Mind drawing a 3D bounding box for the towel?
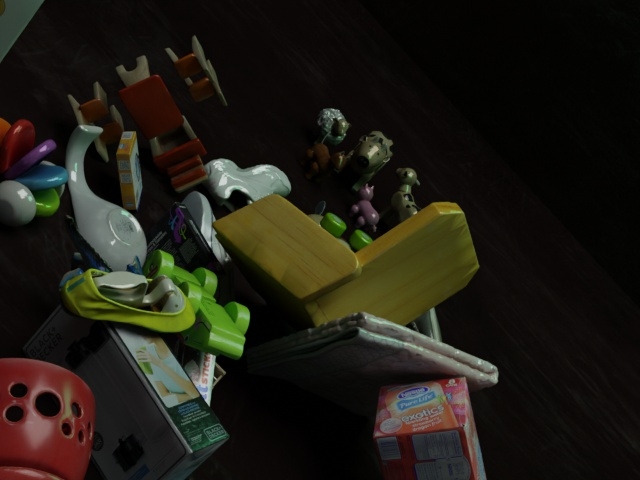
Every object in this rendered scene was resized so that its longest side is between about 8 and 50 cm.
[{"bbox_3d":[0.082,0.224,1.877,0.317,0.332,0.053,24,60,-32],"label":"towel"}]

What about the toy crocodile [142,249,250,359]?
[{"bbox_3d":[-0.208,0.106,1.718,0.115,0.105,0.340,25,8,-34],"label":"toy crocodile"}]

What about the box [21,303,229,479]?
[{"bbox_3d":[-0.278,0.212,1.525,0.290,0.169,0.087,55,30,15],"label":"box"}]

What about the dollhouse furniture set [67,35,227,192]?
[{"bbox_3d":[-0.298,-0.219,2.048,0.259,0.262,0.135,64,2,-58],"label":"dollhouse furniture set"}]

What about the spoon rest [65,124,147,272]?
[{"bbox_3d":[-0.381,-0.062,1.891,0.137,0.084,0.276,3,62,-53],"label":"spoon rest"}]

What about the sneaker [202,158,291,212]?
[{"bbox_3d":[-0.149,-0.095,2.269,0.232,0.090,0.115,2,55,-43],"label":"sneaker"}]

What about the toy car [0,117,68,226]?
[{"bbox_3d":[-0.480,-0.122,1.742,0.182,0.136,0.159,43,26,-4],"label":"toy car"}]

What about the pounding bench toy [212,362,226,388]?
[{"bbox_3d":[-0.208,0.213,1.752,0.083,0.052,0.065,45,26,-1],"label":"pounding bench toy"}]

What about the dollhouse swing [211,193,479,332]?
[{"bbox_3d":[0.053,0.019,1.909,0.315,0.305,0.347,39,-11,29],"label":"dollhouse swing"}]

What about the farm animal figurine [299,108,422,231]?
[{"bbox_3d":[0.129,-0.178,2.678,0.330,0.172,0.327,37,27,-16],"label":"farm animal figurine"}]

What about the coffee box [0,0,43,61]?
[{"bbox_3d":[-0.667,-0.431,1.688,0.337,0.334,0.338,23,34,-39],"label":"coffee box"}]

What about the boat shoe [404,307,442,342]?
[{"bbox_3d":[0.209,0.159,2.427,0.335,0.095,0.112,-94,169,-48],"label":"boat shoe"}]

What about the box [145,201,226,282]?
[{"bbox_3d":[-0.243,0.031,1.893,0.029,0.116,0.162,5,47,-57],"label":"box"}]

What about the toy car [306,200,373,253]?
[{"bbox_3d":[0.000,0.000,2.277,0.149,0.155,0.188,30,17,-28],"label":"toy car"}]

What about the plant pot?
[{"bbox_3d":[-0.367,0.263,1.301,0.191,0.191,0.174,26,40,-35],"label":"plant pot"}]

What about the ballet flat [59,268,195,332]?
[{"bbox_3d":[-0.244,0.078,1.485,0.231,0.077,0.077,12,42,-46],"label":"ballet flat"}]

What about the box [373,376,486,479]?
[{"bbox_3d":[0.194,0.391,1.809,0.142,0.154,0.300,-74,152,-60],"label":"box"}]

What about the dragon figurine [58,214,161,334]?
[{"bbox_3d":[-0.310,0.075,1.636,0.144,0.289,0.085,3,29,2],"label":"dragon figurine"}]

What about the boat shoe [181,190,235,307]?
[{"bbox_3d":[-0.204,0.028,1.983,0.088,0.096,0.267,28,32,-40],"label":"boat shoe"}]

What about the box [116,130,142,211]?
[{"bbox_3d":[-0.347,-0.120,1.983,0.028,0.136,0.081,1,35,-1],"label":"box"}]

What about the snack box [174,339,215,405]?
[{"bbox_3d":[-0.202,0.239,1.680,0.064,0.022,0.178,18,55,-21],"label":"snack box"}]
